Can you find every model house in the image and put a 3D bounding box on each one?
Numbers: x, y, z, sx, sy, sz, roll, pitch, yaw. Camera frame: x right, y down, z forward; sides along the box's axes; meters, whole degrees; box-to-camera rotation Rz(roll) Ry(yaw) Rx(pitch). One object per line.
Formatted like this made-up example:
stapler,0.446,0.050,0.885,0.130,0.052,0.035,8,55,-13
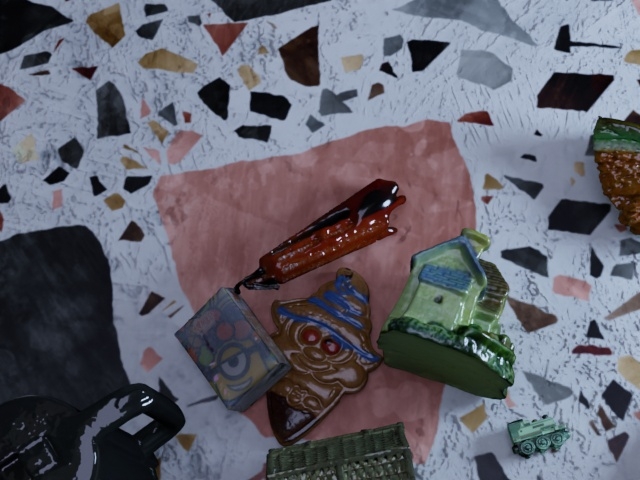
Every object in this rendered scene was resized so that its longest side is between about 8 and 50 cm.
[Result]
model house,0.196,0.092,1.900,0.195,0.214,0.189,15,71,12

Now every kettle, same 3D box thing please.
kettle,-0.311,0.315,1.810,0.262,0.308,0.203,-6,71,3

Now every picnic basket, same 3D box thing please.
picnic basket,0.033,0.336,1.855,0.196,0.154,0.134,-12,95,0

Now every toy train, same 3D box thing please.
toy train,0.305,0.272,1.921,0.083,0.033,0.053,-17,66,-2

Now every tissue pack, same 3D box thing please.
tissue pack,-0.125,0.156,1.965,0.108,0.060,0.148,-43,69,14

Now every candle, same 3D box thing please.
candle,0.000,0.000,2.011,0.301,0.059,0.084,-28,79,-19

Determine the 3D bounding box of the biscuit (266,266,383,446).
biscuit,-0.006,0.165,1.986,0.183,0.043,0.280,20,70,15

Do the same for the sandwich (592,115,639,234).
sandwich,0.471,-0.088,2.007,0.184,0.109,0.160,20,93,10
